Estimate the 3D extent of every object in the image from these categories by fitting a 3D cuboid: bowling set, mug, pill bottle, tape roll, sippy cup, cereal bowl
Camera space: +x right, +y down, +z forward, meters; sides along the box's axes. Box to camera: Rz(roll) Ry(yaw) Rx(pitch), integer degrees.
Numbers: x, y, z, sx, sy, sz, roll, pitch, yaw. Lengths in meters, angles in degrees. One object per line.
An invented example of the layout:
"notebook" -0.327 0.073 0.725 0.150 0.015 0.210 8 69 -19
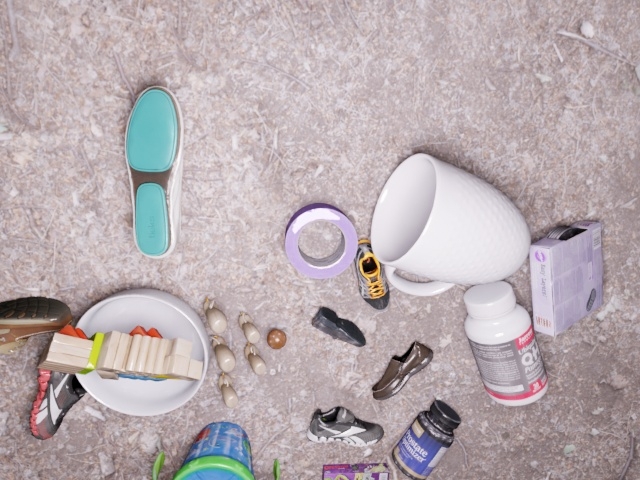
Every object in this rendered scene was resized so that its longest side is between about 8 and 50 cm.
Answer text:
"bowling set" -0.203 0.289 1.220 0.199 0.154 0.287 -9 104 -22
"mug" 0.313 0.005 1.128 0.328 0.276 0.374 18 127 -20
"pill bottle" 0.321 0.595 1.336 0.122 0.123 0.219 29 100 -11
"tape roll" 0.000 0.000 1.177 0.188 0.080 0.189 -1 105 -5
"sippy cup" -0.285 0.639 1.241 0.305 0.224 0.240 42 98 -13
"pill bottle" 0.507 0.280 1.243 0.176 0.176 0.319 -23 105 1
"cereal bowl" -0.454 0.275 1.172 0.338 0.141 0.339 -1 104 -3

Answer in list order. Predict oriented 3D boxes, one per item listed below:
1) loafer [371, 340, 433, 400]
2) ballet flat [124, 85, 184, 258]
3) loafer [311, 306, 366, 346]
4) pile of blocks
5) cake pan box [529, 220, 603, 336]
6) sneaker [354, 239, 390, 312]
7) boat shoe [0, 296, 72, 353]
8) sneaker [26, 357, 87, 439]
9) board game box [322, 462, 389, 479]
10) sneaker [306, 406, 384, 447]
"loafer" 0.225 0.373 1.301 0.220 0.080 0.078 -43 94 1
"ballet flat" -0.388 -0.159 1.079 0.139 0.139 0.401 3 100 -6
"loafer" 0.053 0.255 1.265 0.170 0.062 0.061 36 121 -9
"pile of blocks" -0.462 0.262 1.059 0.362 0.149 0.113 11 60 -14
"cake pan box" 0.677 0.094 1.218 0.245 0.070 0.267 -21 108 -29
"sneaker" 0.140 0.107 1.216 0.084 0.083 0.215 -22 106 -1
"boat shoe" -0.804 0.224 1.153 0.323 0.122 0.120 -2 110 4
"sneaker" -0.705 0.429 1.214 0.135 0.097 0.276 16 101 -7
"board game box" 0.104 0.875 1.429 0.208 0.056 0.347 0 104 -9
"sneaker" 0.079 0.548 1.325 0.234 0.078 0.106 5 106 -4
